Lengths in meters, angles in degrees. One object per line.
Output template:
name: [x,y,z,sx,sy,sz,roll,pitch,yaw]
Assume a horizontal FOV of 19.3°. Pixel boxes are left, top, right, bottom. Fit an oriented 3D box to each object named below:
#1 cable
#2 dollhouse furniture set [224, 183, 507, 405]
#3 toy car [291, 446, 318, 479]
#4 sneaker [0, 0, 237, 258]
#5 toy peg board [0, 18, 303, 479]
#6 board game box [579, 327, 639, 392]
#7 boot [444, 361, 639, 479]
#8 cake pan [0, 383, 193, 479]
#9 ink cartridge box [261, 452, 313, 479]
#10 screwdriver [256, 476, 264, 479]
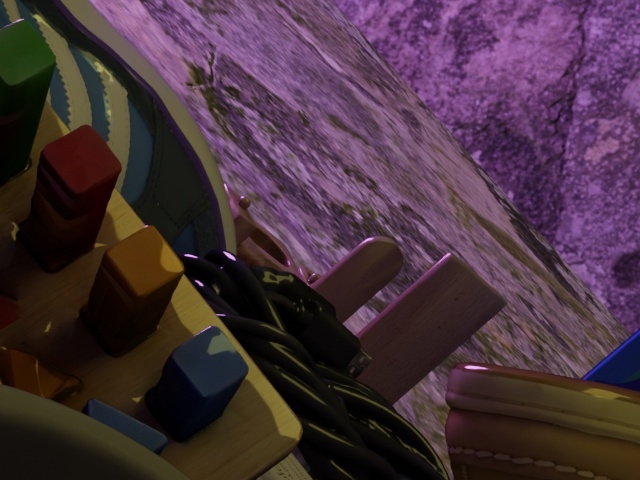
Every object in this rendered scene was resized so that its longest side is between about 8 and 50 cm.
cable: [-0.001,0.070,0.736,0.150,0.047,0.184,58,7,30]
dollhouse furniture set: [0.000,0.000,1.135,0.144,0.123,0.151,39,15,-38]
toy car: [0.055,0.199,0.870,0.239,0.053,0.225,42,14,-25]
sneaker: [-0.150,-0.012,0.727,0.236,0.130,0.323,-75,146,-49]
toy peg board: [-0.106,0.028,0.545,0.161,0.161,0.079,51,-28,11]
board game box: [0.174,0.157,1.048,0.160,0.210,0.047,49,13,5]
boot: [0.079,0.166,0.663,0.095,0.203,0.262,14,-18,22]
cake pan: [-0.057,0.167,0.412,0.293,0.054,0.293,40,30,-28]
ink cartridge box: [-0.047,0.135,0.642,0.134,0.078,0.231,50,12,13]
screwdriver: [-0.040,0.057,0.665,0.170,0.025,0.024,41,10,38]
